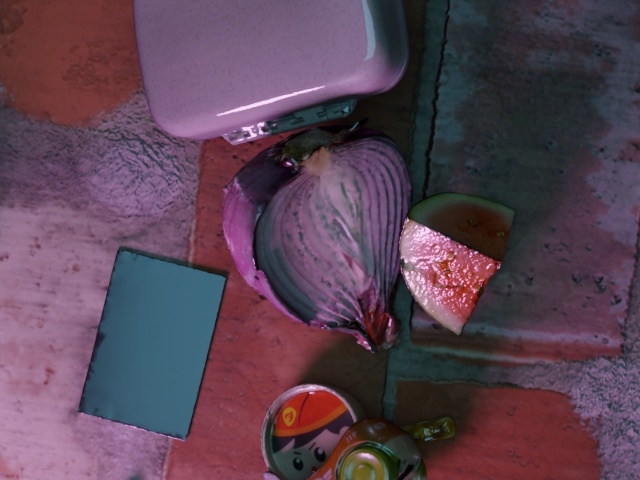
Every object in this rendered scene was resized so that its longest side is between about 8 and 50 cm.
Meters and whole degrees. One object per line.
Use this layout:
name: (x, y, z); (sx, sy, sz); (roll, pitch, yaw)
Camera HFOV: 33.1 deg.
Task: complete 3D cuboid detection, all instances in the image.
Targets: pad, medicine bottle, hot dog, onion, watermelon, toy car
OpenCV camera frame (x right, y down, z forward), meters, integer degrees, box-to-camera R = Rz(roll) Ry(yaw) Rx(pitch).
pad: (-0.242, 0.151, 1.553); (0.170, 0.006, 0.245); (14, 90, 5)
medicine bottle: (-0.074, -0.284, 1.434); (0.375, 0.123, 0.282); (-12, 84, 27)
hot dog: (0.145, 0.270, 1.509); (0.090, 0.034, 0.030); (-14, 89, 3)
onion: (0.000, 0.000, 1.472); (0.267, 0.159, 0.348); (-30, 124, -19)
watermelon: (0.184, 0.032, 1.470); (0.193, 0.137, 0.145); (-3, 133, -30)
toy car: (0.006, 0.305, 1.479); (0.235, 0.145, 0.235); (-6, 77, 25)
